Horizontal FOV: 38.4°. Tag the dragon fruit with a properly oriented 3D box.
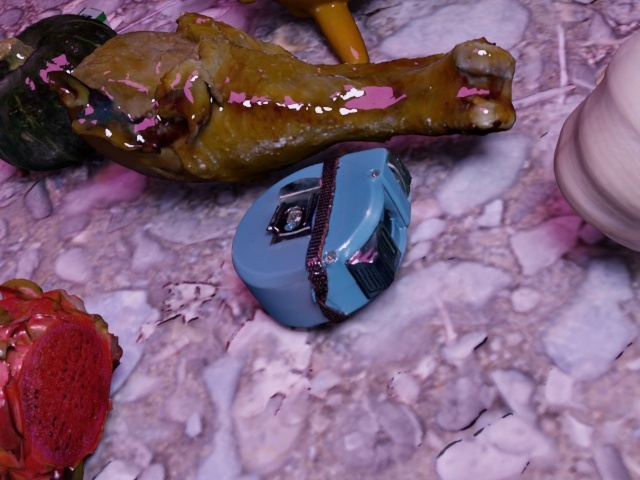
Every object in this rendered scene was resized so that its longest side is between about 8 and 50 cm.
[{"bbox_3d":[-0.217,0.094,0.653,0.150,0.133,0.207,-9,21,-24],"label":"dragon fruit"}]

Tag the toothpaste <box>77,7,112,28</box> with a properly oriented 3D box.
[{"bbox_3d":[-0.299,-0.187,1.007,0.037,0.043,0.178,20,57,35],"label":"toothpaste"}]

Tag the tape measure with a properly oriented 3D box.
[{"bbox_3d":[0.000,0.000,0.683,0.125,0.081,0.146,-14,41,24],"label":"tape measure"}]

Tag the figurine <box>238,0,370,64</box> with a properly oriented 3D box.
[{"bbox_3d":[0.049,-0.386,0.859,0.387,0.268,0.401,-52,5,14],"label":"figurine"}]

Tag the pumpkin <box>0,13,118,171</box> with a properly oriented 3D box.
[{"bbox_3d":[-0.258,-0.145,0.893,0.167,0.125,0.167,-7,56,10],"label":"pumpkin"}]

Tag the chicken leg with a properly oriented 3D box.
[{"bbox_3d":[-0.029,-0.115,0.775,0.360,0.140,0.211,0,23,4],"label":"chicken leg"}]

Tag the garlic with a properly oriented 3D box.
[{"bbox_3d":[0.261,-0.028,0.558,0.199,0.199,0.226,-23,70,0],"label":"garlic"}]
